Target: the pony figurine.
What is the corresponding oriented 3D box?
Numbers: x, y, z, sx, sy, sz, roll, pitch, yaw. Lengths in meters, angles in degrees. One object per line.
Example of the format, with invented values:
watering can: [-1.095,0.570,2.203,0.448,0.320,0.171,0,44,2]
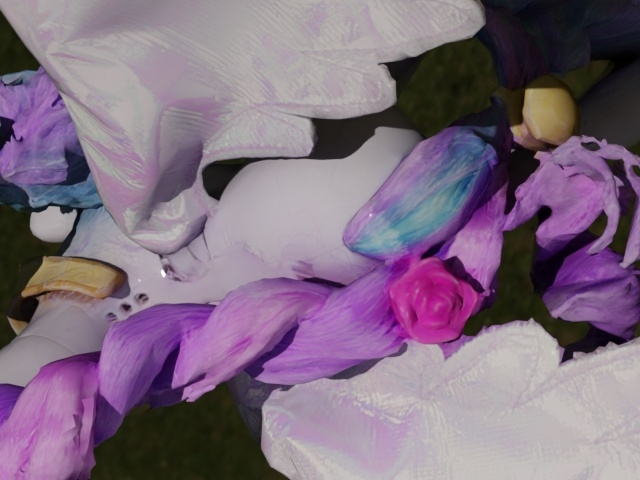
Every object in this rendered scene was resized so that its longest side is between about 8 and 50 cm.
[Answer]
pony figurine: [0.000,0.000,0.590,0.351,0.363,0.303,-21,105,38]
